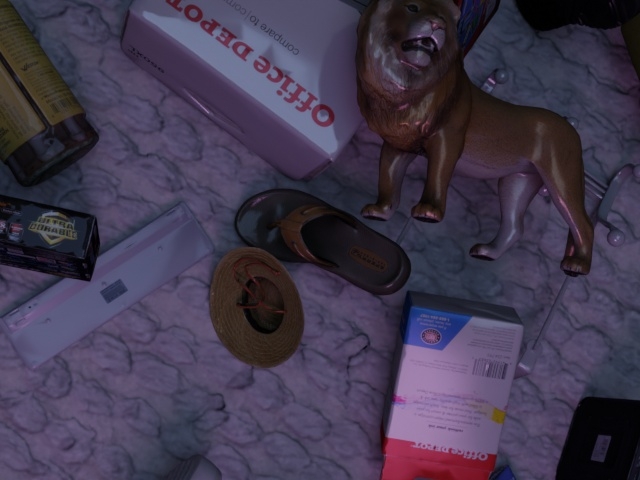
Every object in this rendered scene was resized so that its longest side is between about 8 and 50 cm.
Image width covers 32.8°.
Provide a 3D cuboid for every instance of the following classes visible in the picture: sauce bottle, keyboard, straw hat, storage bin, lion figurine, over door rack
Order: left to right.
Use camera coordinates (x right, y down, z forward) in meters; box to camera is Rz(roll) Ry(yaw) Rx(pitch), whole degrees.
[{"bbox_3d":[-0.382,-0.227,1.214,0.111,0.111,0.344,-33,92,-14],"label":"sauce bottle"},{"bbox_3d":[-0.246,0.051,1.267,0.256,0.014,0.072,-34,97,-14],"label":"keyboard"},{"bbox_3d":[-0.059,0.072,1.278,0.061,0.144,0.144,-21,89,-56],"label":"straw hat"},{"bbox_3d":[0.181,-0.113,1.201,0.392,0.142,0.240,21,77,-38],"label":"lion figurine"},{"bbox_3d":[0.236,-0.022,1.335,0.239,0.108,0.324,34,78,-7],"label":"over door rack"},{"bbox_3d":[0.366,0.259,1.296,0.084,0.180,0.122,22,80,-9],"label":"storage bin"}]

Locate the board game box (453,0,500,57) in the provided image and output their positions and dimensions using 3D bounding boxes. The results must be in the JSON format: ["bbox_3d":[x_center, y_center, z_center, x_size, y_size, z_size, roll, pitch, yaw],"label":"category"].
[{"bbox_3d":[0.178,-0.287,1.262,0.027,0.281,0.145,32,78,10],"label":"board game box"}]

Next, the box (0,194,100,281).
[{"bbox_3d":[-0.349,-0.011,1.158,0.220,0.175,0.051,12,78,-7],"label":"box"}]

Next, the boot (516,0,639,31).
[{"bbox_3d":[0.375,-0.347,1.333,0.207,0.246,0.094,-37,104,-11],"label":"boot"}]

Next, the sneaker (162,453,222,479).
[{"bbox_3d":[-0.177,0.418,1.193,0.150,0.135,0.366,29,87,-17],"label":"sneaker"}]

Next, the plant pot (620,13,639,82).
[{"bbox_3d":[0.521,-0.201,1.359,0.275,0.275,0.293,-35,78,-14],"label":"plant pot"}]

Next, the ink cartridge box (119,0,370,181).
[{"bbox_3d":[-0.006,-0.310,1.279,0.285,0.166,0.395,36,78,-7],"label":"ink cartridge box"}]

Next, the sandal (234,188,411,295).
[{"bbox_3d":[0.000,0.000,1.271,0.219,0.060,0.090,27,88,15],"label":"sandal"}]

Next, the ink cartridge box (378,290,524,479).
[{"bbox_3d":[0.147,0.186,1.278,0.134,0.078,0.231,10,102,-2],"label":"ink cartridge box"}]

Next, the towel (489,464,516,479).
[{"bbox_3d":[0.238,0.467,1.267,0.243,0.040,0.336,-32,93,-41],"label":"towel"}]
